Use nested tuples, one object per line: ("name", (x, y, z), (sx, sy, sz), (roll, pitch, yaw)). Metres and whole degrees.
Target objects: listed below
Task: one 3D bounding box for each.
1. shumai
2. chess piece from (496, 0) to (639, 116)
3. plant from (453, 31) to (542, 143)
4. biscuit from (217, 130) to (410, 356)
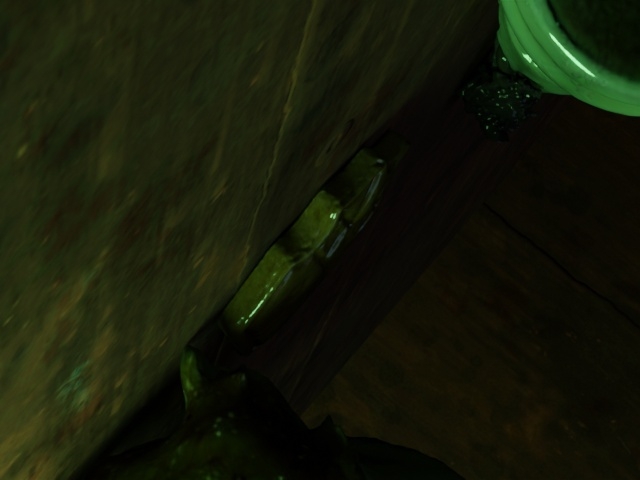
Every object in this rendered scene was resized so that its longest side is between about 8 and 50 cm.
("shumai", (-0.058, 0.238, 1.107), (0.324, 0.397, 0.323), (-68, 150, -28))
("chess piece", (0.199, -0.171, 0.992), (0.194, 0.194, 0.299), (-51, -179, -1))
("plant", (0.176, -0.151, 1.325), (0.174, 0.087, 0.085), (126, -23, -62))
("biscuit", (0.002, 0.002, 1.151), (0.215, 0.034, 0.182), (-50, 173, -8))
